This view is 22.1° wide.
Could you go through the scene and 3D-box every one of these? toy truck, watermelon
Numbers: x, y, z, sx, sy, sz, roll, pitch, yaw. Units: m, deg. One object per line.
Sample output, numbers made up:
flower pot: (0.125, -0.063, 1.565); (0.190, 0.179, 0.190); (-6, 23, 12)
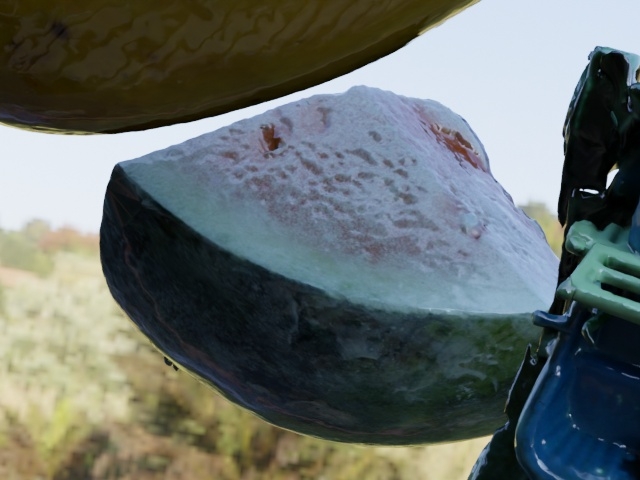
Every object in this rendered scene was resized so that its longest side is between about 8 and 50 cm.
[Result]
toy truck: (0.079, 0.036, 0.397); (0.080, 0.154, 0.078); (20, 23, 18)
watermelon: (0.000, 0.000, 0.957); (0.289, 0.214, 0.320); (27, -17, -27)

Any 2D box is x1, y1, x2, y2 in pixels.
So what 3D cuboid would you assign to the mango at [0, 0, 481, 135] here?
mango: (-0.026, -0.213, 0.729); (0.445, 0.300, 0.232); (-24, -31, 0)
